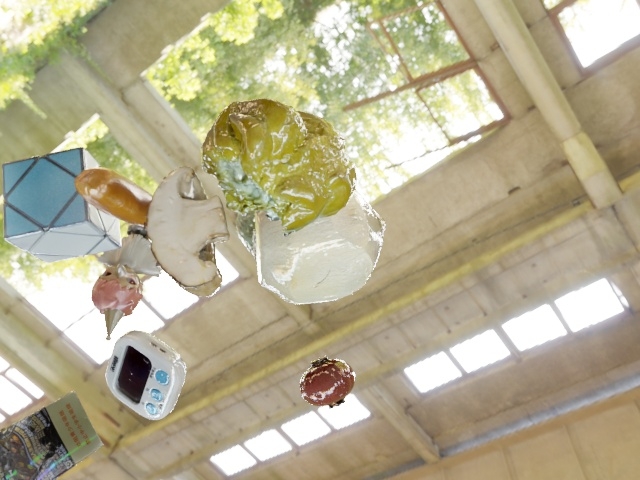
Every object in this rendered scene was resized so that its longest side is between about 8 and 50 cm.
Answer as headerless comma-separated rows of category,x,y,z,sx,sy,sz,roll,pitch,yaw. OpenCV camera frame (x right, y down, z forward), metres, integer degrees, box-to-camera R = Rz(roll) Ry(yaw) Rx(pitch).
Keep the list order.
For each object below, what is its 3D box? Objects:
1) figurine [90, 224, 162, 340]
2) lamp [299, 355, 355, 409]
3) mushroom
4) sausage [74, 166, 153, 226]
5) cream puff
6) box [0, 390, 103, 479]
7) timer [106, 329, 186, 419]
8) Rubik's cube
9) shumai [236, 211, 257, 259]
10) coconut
figurine,-0.614,0.123,1.812,0.166,0.207,0.387,114,-8,-53
lamp,0.012,0.251,1.037,0.101,0.090,0.101,-20,173,-3
mushroom,-0.251,0.000,1.176,0.156,0.151,0.286,-16,-120,-2
sausage,-0.422,-0.090,1.240,0.098,0.098,0.238,-37,159,6
cream puff,-0.078,-0.187,1.257,0.323,0.270,0.274,19,-138,39
box,-0.792,0.586,1.668,0.084,0.198,0.310,-30,178,26
timer,-0.523,0.401,1.769,0.087,0.237,0.262,-37,155,-59
Rubik's cube,-0.631,-0.080,1.444,0.205,0.205,0.207,-12,162,-2
shumai,-0.142,-0.067,1.865,0.222,0.225,0.261,-37,-152,59
coconut,0.000,0.000,1.592,0.360,0.346,0.346,-6,-161,-9
